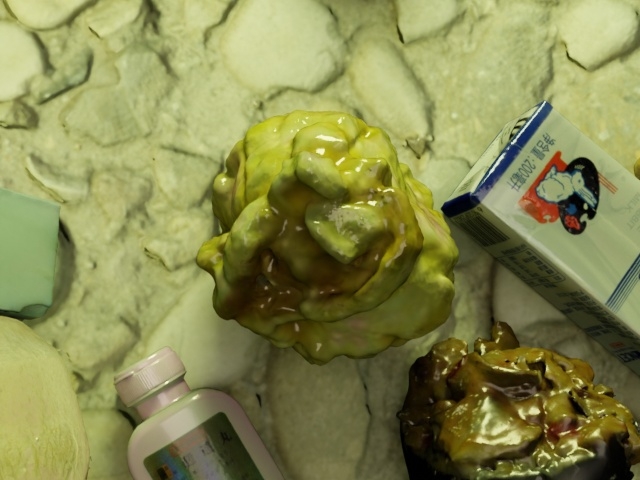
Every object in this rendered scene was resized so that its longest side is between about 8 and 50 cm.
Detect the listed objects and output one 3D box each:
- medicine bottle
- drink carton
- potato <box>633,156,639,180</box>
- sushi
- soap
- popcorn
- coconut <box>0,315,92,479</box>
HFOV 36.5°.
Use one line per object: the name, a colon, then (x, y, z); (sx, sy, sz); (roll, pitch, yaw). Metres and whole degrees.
medicine bottle: (-0.108, 0.203, 0.882); (0.115, 0.078, 0.219); (-31, 88, -10)
drink carton: (0.285, 0.016, 0.956); (0.315, 0.106, 0.130); (40, 80, -3)
potato: (0.368, -0.058, 1.011); (0.092, 0.045, 0.046); (40, 42, 0)
sushi: (0.184, 0.193, 0.884); (0.200, 0.213, 0.204); (-17, 100, -33)
soap: (-0.393, 0.003, 0.805); (0.324, 0.193, 0.109); (10, 76, -35)
popcorn: (0.000, 0.000, 0.850); (0.212, 0.259, 0.259); (-37, 90, 20)
coconut: (-0.300, 0.181, 0.782); (0.227, 0.227, 0.230); (-10, 83, -10)
